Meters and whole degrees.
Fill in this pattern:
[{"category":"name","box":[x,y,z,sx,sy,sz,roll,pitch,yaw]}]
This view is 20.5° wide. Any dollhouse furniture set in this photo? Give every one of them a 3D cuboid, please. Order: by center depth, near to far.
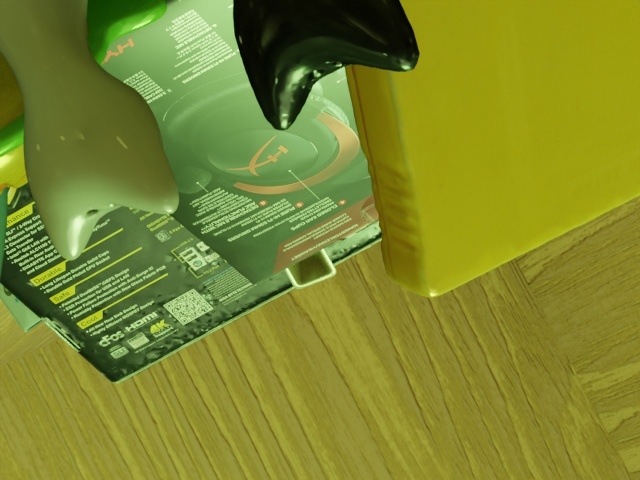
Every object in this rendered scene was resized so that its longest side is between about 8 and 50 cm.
[{"category":"dollhouse furniture set","box":[0.000,0.000,1.195,0.091,0.081,0.114,-22,133,8]}]

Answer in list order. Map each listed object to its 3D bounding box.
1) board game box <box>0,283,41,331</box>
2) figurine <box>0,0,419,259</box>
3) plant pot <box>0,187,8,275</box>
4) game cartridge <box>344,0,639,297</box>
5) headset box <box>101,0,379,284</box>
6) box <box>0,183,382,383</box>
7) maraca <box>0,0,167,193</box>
[{"category":"board game box","box":[-0.127,-0.065,1.482,0.303,0.097,0.224,-31,-174,42]},{"category":"figurine","box":[-0.081,-0.117,0.721,0.215,0.209,0.092,-30,175,35]},{"category":"plant pot","box":[-0.287,0.004,0.964,0.290,0.195,0.290,-27,175,-3]},{"category":"game cartridge","box":[0.126,-0.169,0.875,0.285,0.324,0.052,-25,-149,-26]},{"category":"headset box","box":[-0.016,-0.107,1.020,0.218,0.110,0.293,-29,144,15]},{"category":"box","box":[-0.090,-0.059,1.229,0.322,0.257,0.079,-29,-140,15]},{"category":"maraca","box":[-0.154,-0.083,0.843,0.127,0.099,0.185,21,-128,39]}]
